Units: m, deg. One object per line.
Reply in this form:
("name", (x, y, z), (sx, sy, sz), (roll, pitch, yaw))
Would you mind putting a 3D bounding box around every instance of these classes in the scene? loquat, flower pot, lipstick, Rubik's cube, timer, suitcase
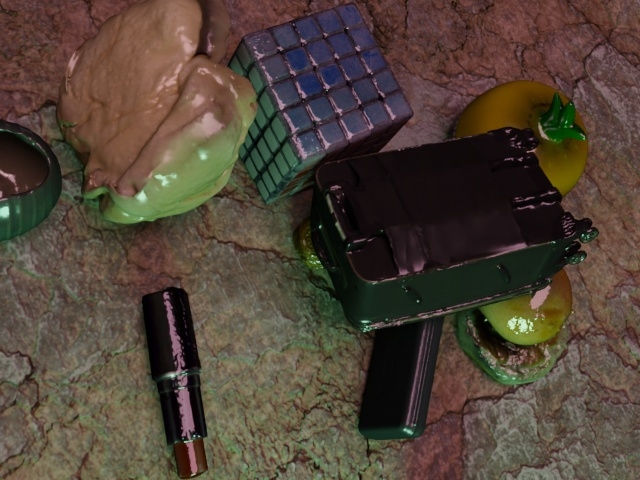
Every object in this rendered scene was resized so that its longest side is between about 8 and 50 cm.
("loquat", (0.356, 0.101, 1.476), (0.204, 0.149, 0.172), (6, 75, -3))
("flower pot", (-0.513, -0.087, 1.232), (0.243, 0.157, 0.189), (-7, 76, -23))
("lipstick", (-0.224, 0.222, 1.298), (0.081, 0.081, 0.300), (-7, 76, -24))
("Rubik's cube", (-0.022, -0.234, 1.428), (0.237, 0.238, 0.237), (-25, 83, -25))
("timer", (0.403, -0.192, 1.569), (0.285, 0.285, 0.285), (6, 72, -20))
("suitcase", (0.196, -0.027, 1.359), (0.433, 0.194, 0.283), (-11, 54, -16))

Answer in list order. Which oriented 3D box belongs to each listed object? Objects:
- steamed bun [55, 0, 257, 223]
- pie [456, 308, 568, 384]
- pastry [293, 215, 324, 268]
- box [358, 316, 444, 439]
("steamed bun", (-0.245, -0.199, 1.308), (0.230, 0.324, 0.372), (32, 38, -58))
("pie", (0.367, 0.159, 1.571), (0.240, 0.054, 0.241), (6, 71, -18))
("pastry", (0.000, 0.000, 1.467), (0.097, 0.057, 0.109), (36, 66, -10))
("box", (0.138, 0.221, 1.399), (0.050, 0.160, 0.230), (22, 67, -21))
